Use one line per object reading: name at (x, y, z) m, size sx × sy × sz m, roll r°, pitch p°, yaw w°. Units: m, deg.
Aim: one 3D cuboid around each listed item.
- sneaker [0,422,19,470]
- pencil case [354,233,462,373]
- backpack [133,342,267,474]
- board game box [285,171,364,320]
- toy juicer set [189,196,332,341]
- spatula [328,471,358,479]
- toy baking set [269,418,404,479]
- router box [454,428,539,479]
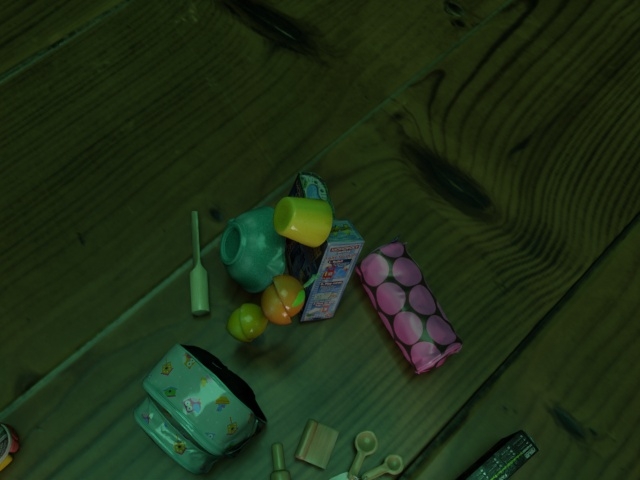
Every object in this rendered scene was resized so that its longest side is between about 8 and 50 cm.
sneaker at (-0.529, 0.324, 0.899) m, size 0.088 × 0.093 × 0.225 m, roll 43°, pitch 70°, yaw 14°
pencil case at (0.143, 0.101, 1.055) m, size 0.098 × 0.095 × 0.209 m, roll -15°, pitch 68°, yaw -33°
backpack at (-0.169, 0.229, 0.916) m, size 0.166 × 0.188 × 0.144 m, roll 42°, pitch 69°, yaw 13°
board game box at (0.000, 0.000, 1.026) m, size 0.060 × 0.194 × 0.194 m, roll -4°, pitch 66°, yaw -20°
toy juicer set at (-0.105, 0.048, 1.013) m, size 0.089 × 0.329 × 0.209 m, roll 12°, pitch 80°, yaw -38°
spatula at (0.018, 0.464, 0.917) m, size 0.168 × 0.019 × 0.242 m, roll -19°, pitch 68°, yaw -13°
toy baking set at (0.029, 0.376, 0.930) m, size 0.197 × 0.030 × 0.256 m, roll -2°, pitch 64°, yaw -5°
router box at (0.245, 0.328, 0.955) m, size 0.122 × 0.092 × 0.038 m, roll -34°, pitch 73°, yaw -17°
